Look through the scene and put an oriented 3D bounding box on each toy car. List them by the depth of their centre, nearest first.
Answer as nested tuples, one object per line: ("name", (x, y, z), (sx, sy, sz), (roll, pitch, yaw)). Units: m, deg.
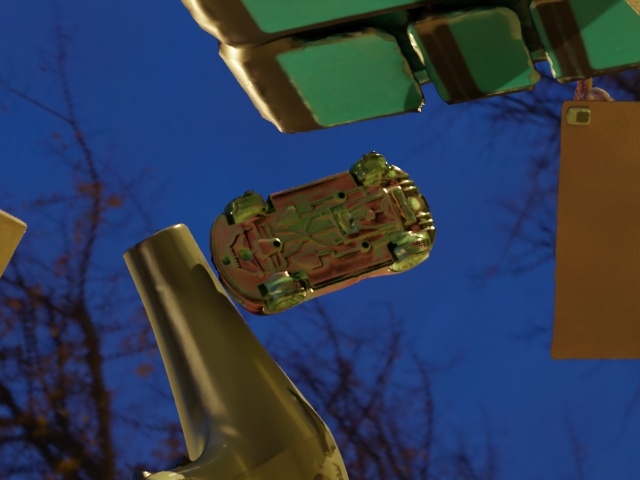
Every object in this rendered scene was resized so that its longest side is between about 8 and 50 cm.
("toy car", (0.000, 0.000, 0.937), (0.142, 0.069, 0.055), (-17, -18, -24))

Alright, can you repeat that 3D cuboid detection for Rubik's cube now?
("Rubik's cube", (0.055, -0.261, 0.871), (0.283, 0.288, 0.293), (57, -154, -57))

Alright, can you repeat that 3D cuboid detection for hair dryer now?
("hair dryer", (-0.078, 0.087, 0.878), (0.088, 0.219, 0.225), (-32, -29, 26))

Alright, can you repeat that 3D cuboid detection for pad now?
("pad", (0.220, -0.005, 1.124), (0.113, 0.006, 0.187), (0, -75, -3))

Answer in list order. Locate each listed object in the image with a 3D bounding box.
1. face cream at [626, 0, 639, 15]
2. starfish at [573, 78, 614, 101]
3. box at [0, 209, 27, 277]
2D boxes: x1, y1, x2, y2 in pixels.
("face cream", (0.235, -0.151, 0.722), (0.114, 0.224, 0.070), (39, -138, -31))
("starfish", (0.291, -0.095, 1.634), (0.053, 0.150, 0.209), (-14, -85, -15))
("box", (-0.402, 0.103, 1.273), (0.204, 0.051, 0.365), (31, -96, -40))
